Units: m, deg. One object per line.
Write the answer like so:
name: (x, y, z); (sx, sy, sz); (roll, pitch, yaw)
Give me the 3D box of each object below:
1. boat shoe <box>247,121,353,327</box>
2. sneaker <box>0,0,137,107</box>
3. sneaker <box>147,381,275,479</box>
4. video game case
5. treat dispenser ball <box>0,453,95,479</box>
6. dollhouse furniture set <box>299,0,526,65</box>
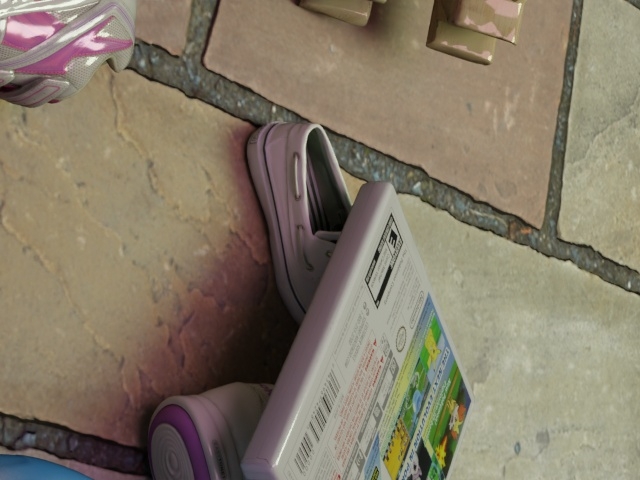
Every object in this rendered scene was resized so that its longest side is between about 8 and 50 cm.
boat shoe: (0.000, 0.000, 1.551); (0.083, 0.075, 0.226); (-37, 112, -40)
sneaker: (-0.235, -0.150, 1.315); (0.252, 0.103, 0.111); (-20, 117, -32)
sneaker: (-0.045, 0.266, 1.455); (0.152, 0.114, 0.305); (-16, 98, -43)
video game case: (0.045, 0.166, 1.514); (0.329, 0.036, 0.300); (-67, 145, -40)
treat dispenser ball: (-0.225, 0.289, 1.157); (0.288, 0.288, 0.288); (5, 83, -44)
dollhouse furniture set: (0.064, -0.369, 1.469); (0.394, 0.362, 0.256); (16, 75, -12)
